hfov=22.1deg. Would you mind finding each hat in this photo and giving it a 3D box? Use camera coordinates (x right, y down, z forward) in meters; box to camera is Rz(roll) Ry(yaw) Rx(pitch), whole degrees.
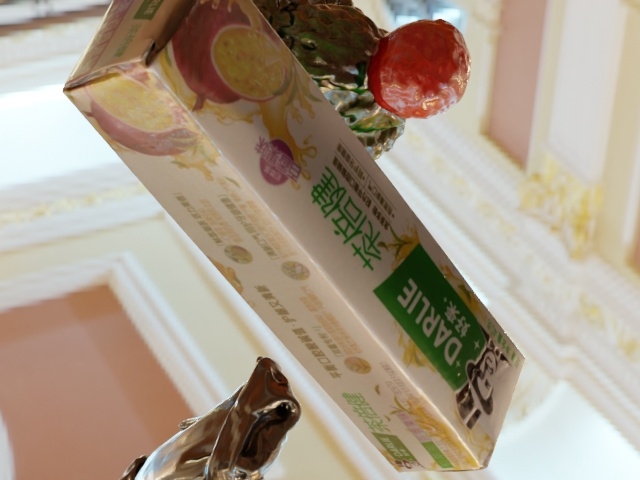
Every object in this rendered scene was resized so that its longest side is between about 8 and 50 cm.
[{"bbox_3d":[0.031,-0.205,1.936,0.332,0.242,0.274,-10,180,44],"label":"hat"}]

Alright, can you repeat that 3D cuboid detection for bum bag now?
[{"bbox_3d":[-0.108,0.213,1.529,0.080,0.326,0.142,30,-129,-17],"label":"bum bag"}]

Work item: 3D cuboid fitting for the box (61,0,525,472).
[{"bbox_3d":[0.000,0.000,0.530,0.041,0.207,0.050,-7,-134,37],"label":"box"}]
